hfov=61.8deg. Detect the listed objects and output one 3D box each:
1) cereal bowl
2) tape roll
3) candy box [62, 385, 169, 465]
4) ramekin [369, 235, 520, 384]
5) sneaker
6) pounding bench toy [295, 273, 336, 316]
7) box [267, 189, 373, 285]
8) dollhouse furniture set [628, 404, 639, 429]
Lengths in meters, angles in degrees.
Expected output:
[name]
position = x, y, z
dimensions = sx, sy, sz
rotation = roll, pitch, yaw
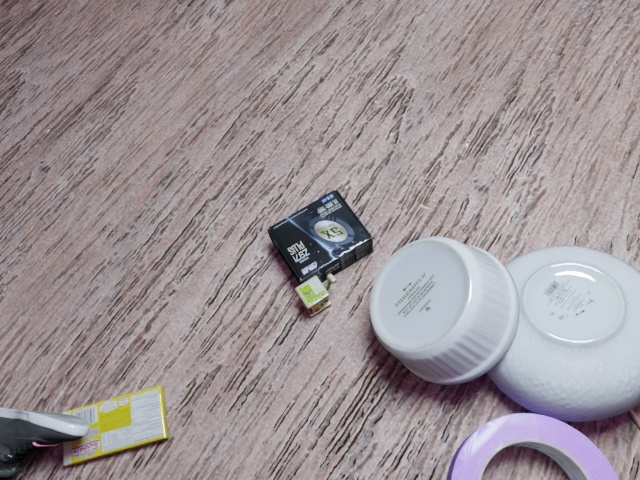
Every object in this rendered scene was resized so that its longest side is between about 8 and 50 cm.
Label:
[cereal bowl]
position = 0.450, 0.143, 0.966
dimensions = 0.339, 0.141, 0.338
rotation = -9, 54, 13
[tape roll]
position = 0.355, 0.439, 0.902
dimensions = 0.275, 0.090, 0.274
rotation = -2, 64, 5
[candy box]
position = -0.407, 0.366, 1.059
dimensions = 0.206, 0.027, 0.105
rotation = -15, 65, 0
[ramekin]
position = 0.211, 0.117, 0.981
dimensions = 0.273, 0.127, 0.272
rotation = -24, 52, 35
[sneaker]
position = -0.563, 0.397, 1.009
dimensions = 0.296, 0.104, 0.146
rotation = -4, 66, 23
[pounding bench toy]
position = -0.001, 0.110, 1.115
dimensions = 0.083, 0.065, 0.052
rotation = -32, 64, -9
[box]
position = 0.000, 0.000, 1.162
dimensions = 0.180, 0.077, 0.147
rotation = -30, 65, -8
[dollhouse furniture set]
position = 0.625, 0.257, 0.924
dimensions = 0.144, 0.151, 0.123
rotation = -24, 64, -7
